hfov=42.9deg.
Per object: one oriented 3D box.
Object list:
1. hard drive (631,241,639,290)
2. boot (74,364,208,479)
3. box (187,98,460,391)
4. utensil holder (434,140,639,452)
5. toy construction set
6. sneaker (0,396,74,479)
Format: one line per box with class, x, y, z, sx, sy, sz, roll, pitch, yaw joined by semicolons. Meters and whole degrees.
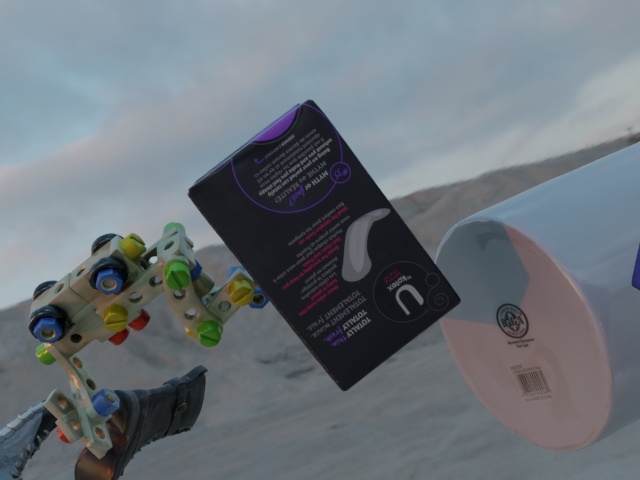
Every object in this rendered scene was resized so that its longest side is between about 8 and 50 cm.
hard drive;0.415;0.037;0.652;0.040;0.319;0.210;-36;-40;-25
boot;-0.316;0.360;1.503;0.229;0.091;0.262;2;-62;-59
box;0.000;0.000;0.900;0.165;0.270;0.143;-37;9;-1
utensil holder;0.386;0.048;1.045;0.386;0.327;0.327;-20;-8;-25
toy construction set;-0.238;0.110;1.038;0.328;0.215;0.151;-45;32;-2
sneaker;-0.465;0.351;1.277;0.229;0.132;0.086;-31;-25;-30
